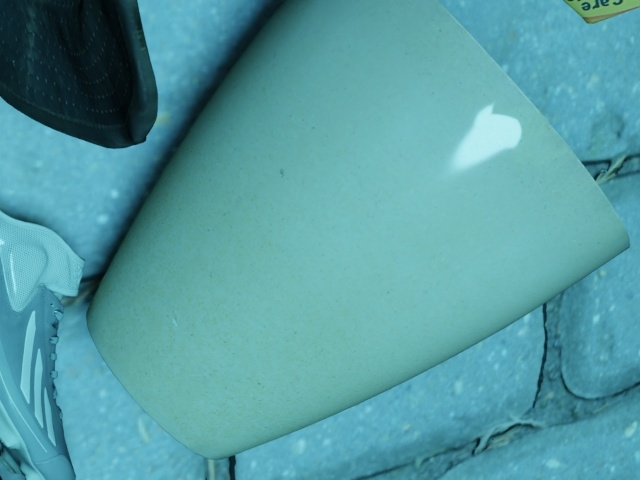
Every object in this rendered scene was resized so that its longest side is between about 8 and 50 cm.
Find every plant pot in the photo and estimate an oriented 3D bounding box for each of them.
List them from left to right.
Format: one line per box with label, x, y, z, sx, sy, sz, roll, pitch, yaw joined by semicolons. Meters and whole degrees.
plant pot;0.000;0.000;0.725;0.274;0.256;0.256;-43;126;5

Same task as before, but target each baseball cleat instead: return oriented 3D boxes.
baseball cleat;-0.175;0.066;0.716;0.109;0.072;0.206;-37;127;-27

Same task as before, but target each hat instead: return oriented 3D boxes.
hat;-0.118;-0.210;0.516;0.134;0.331;0.331;-31;121;-25

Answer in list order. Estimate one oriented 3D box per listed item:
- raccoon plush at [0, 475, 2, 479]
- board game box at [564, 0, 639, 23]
raccoon plush;-0.326;0.154;0.544;0.299;0.216;0.446;-33;116;-11
board game box;0.194;-0.388;0.558;0.356;0.356;0.356;31;58;-37
